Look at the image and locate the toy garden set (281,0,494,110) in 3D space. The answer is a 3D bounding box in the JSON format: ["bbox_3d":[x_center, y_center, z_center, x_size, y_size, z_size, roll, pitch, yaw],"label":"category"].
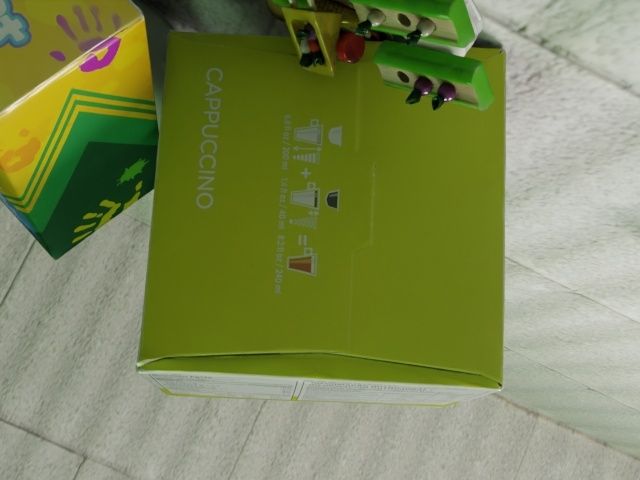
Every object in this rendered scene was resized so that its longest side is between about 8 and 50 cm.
[{"bbox_3d":[0.017,-0.207,0.755,0.204,0.049,0.244,23,154,41],"label":"toy garden set"}]

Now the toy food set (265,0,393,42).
[{"bbox_3d":[0.008,-0.217,0.935,0.132,0.038,0.192,23,179,5],"label":"toy food set"}]

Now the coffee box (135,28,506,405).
[{"bbox_3d":[0.000,0.000,1.022,0.338,0.337,0.334,3,167,-2],"label":"coffee box"}]

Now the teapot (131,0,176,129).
[{"bbox_3d":[-0.268,-0.226,1.201,0.253,0.187,0.256,-4,127,27],"label":"teapot"}]

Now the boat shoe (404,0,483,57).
[{"bbox_3d":[0.075,-0.230,0.773,0.184,0.063,0.066,49,159,-20],"label":"boat shoe"}]

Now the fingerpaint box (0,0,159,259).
[{"bbox_3d":[-0.355,-0.231,0.887,0.445,0.163,0.371,48,164,7],"label":"fingerpaint box"}]
